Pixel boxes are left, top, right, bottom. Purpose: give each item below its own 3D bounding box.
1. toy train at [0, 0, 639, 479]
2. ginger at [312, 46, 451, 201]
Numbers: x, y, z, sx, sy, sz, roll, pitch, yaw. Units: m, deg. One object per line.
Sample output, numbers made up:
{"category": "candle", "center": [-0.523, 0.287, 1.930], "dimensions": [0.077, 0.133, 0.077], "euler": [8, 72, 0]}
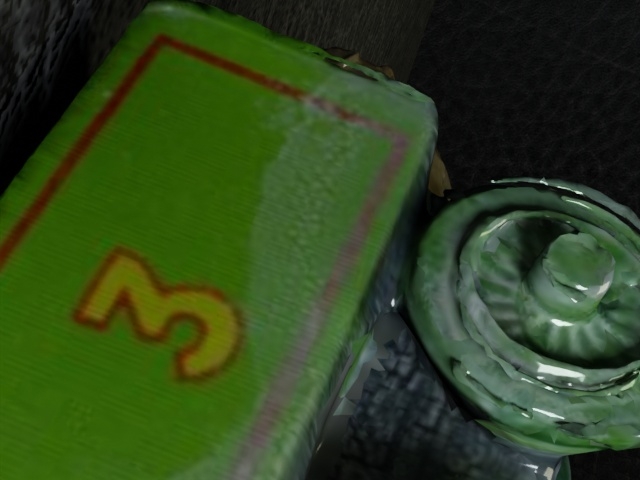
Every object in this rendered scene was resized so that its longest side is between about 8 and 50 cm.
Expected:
{"category": "toy train", "center": [-0.021, 0.077, 0.386], "dimensions": [0.173, 0.248, 0.307], "euler": [108, 7, -54]}
{"category": "ginger", "center": [-0.028, 0.055, 0.615], "dimensions": [0.375, 0.176, 0.256], "euler": [-52, 144, -48]}
